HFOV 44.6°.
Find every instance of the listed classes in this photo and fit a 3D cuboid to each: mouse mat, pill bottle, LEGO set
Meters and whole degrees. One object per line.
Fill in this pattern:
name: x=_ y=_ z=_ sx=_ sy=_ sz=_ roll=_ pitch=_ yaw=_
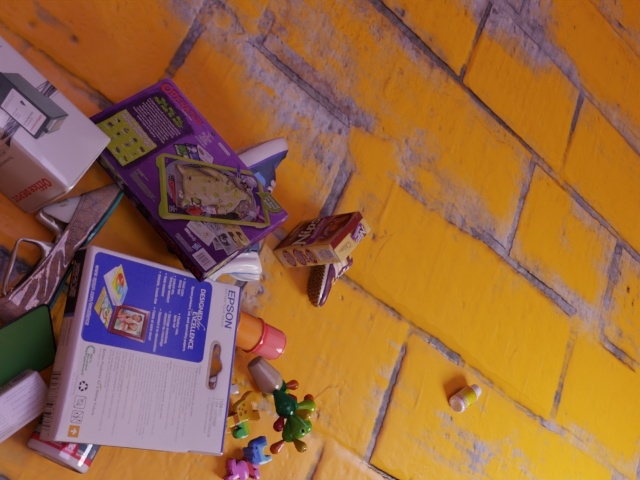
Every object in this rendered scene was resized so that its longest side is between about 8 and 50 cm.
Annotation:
mouse mat: x=-0.503 y=0.191 z=1.230 sx=0.189 sy=0.007 sz=0.153 roll=-31 pitch=146 yaw=-36
pill bottle: x=0.353 y=0.379 z=1.890 sx=0.083 sy=0.043 sz=0.043 roll=-25 pitch=98 yaw=-37
pill bottle: x=-0.394 y=0.283 z=1.299 sx=0.108 sy=0.108 sz=0.180 roll=38 pitch=61 yaw=-26
LEGO set: x=-0.165 y=0.358 z=1.473 sx=0.093 sy=0.087 sz=0.227 roll=-15 pitch=90 yaw=-38

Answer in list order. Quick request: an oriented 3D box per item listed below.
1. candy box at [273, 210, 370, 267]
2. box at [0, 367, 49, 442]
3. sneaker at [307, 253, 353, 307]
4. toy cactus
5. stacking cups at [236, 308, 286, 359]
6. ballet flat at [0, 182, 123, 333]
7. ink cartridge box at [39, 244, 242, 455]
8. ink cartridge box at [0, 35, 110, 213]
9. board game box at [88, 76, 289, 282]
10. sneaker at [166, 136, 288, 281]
candy box: x=0.000 y=0.000 z=1.595 sx=0.109 sy=0.186 sz=0.053 roll=-47 pitch=113 yaw=-34
box: x=-0.560 y=0.315 z=1.181 sx=0.324 sy=0.063 sz=0.067 roll=-38 pitch=107 yaw=-31
sneaker: x=0.030 y=0.061 z=1.682 sx=0.083 sy=0.069 sz=0.186 roll=21 pitch=71 yaw=-27
toy cactus: x=-0.083 y=0.302 z=1.489 sx=0.112 sy=0.219 sz=0.180 roll=-32 pitch=105 yaw=8
stacking cups: x=-0.200 y=0.152 z=1.478 sx=0.316 sy=0.096 sz=0.096 roll=31 pitch=65 yaw=-30
ballet flat: x=-0.446 y=0.006 z=1.313 sx=0.106 sy=0.107 sz=0.316 roll=35 pitch=61 yaw=-19
ink cartridge box: x=-0.285 y=0.192 z=1.300 sx=0.307 sy=0.072 sz=0.304 roll=21 pitch=67 yaw=-42
ink cartridge box: x=-0.508 y=-0.194 z=1.230 sx=0.289 sy=0.211 sz=0.122 roll=46 pitch=57 yaw=-24
board game box: x=-0.243 y=-0.115 z=1.385 sx=0.208 sy=0.056 sz=0.347 roll=-37 pitch=82 yaw=-28
sneaker: x=-0.154 y=-0.044 z=1.532 sx=0.322 sy=0.130 sz=0.236 roll=-35 pitch=109 yaw=-37
